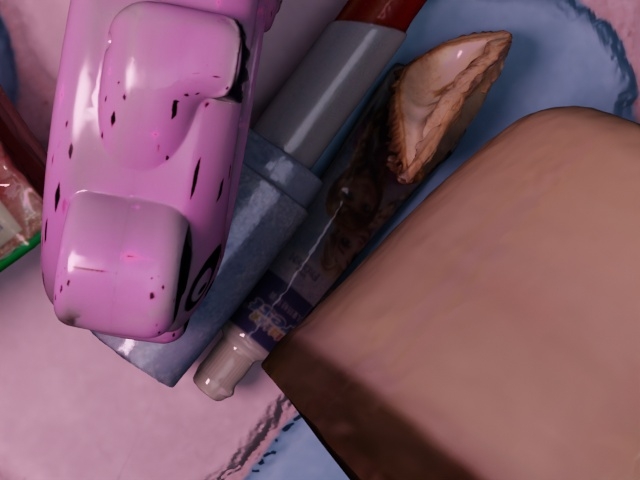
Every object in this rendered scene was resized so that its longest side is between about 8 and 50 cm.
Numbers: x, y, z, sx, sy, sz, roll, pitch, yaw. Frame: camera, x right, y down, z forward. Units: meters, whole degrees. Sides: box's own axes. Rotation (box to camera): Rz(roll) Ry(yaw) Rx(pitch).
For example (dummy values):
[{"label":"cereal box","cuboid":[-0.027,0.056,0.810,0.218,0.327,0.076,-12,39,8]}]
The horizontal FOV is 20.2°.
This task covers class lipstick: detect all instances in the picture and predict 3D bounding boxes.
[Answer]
[{"label":"lipstick","cuboid":[-0.024,-0.047,0.982,0.068,0.061,0.274,35,88,2]}]

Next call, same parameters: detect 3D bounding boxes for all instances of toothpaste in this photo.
[{"label":"toothpaste","cuboid":[0.000,0.000,1.016,0.062,0.037,0.216,40,84,-24]}]

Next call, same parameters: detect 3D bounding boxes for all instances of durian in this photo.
[{"label":"durian","cuboid":[0.070,-0.068,0.987,0.130,0.066,0.052,-54,124,-35]}]

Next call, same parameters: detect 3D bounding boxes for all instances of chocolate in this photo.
[{"label":"chocolate","cuboid":[0.168,0.089,0.936,0.297,0.326,0.314,-40,156,0]}]

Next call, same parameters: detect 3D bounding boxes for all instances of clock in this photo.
[{"label":"clock","cuboid":[-0.071,-0.076,0.850,0.090,0.227,0.248,10,86,-1]}]

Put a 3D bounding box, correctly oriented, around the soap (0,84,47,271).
[{"label":"soap","cuboid":[-0.272,-0.001,0.902,0.273,0.098,0.218,-36,112,-4]}]
